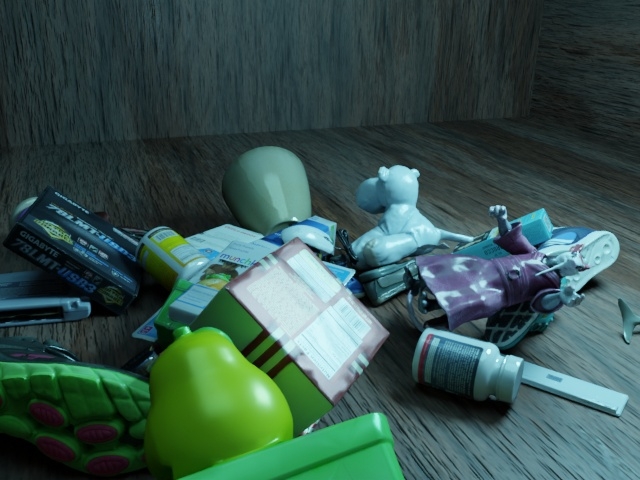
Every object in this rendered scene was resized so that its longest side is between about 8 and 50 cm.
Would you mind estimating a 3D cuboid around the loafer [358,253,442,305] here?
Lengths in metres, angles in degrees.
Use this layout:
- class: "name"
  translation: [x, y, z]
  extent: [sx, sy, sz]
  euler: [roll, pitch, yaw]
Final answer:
- class: "loafer"
  translation: [0.205, 0.094, 1.600]
  extent: [0.267, 0.084, 0.096]
  euler: [-12, -7, -38]

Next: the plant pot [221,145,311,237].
- class: "plant pot"
  translation: [-0.127, -0.084, 1.838]
  extent: [0.256, 0.256, 0.274]
  euler: [-6, 39, -17]

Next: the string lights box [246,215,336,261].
- class: "string lights box"
  translation: [-0.070, 0.041, 1.614]
  extent: [0.076, 0.133, 0.259]
  euler: [20, 29, 32]

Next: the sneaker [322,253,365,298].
- class: "sneaker"
  translation: [0.052, 0.080, 1.587]
  extent: [0.058, 0.085, 0.152]
  euler: [-13, 26, -32]

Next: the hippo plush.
- class: "hippo plush"
  translation: [0.173, -0.064, 1.641]
  extent: [0.234, 0.237, 0.294]
  euler: [-12, -4, -44]

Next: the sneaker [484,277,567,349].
- class: "sneaker"
  translation: [0.457, 0.152, 1.400]
  extent: [0.275, 0.110, 0.107]
  euler: [-37, 22, -32]

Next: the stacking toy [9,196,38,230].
- class: "stacking toy"
  translation: [-0.687, 0.004, 1.713]
  extent: [0.141, 0.141, 0.330]
  euler: [-17, 35, -39]

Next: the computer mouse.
- class: "computer mouse"
  translation: [0.000, 0.000, 1.551]
  extent: [0.193, 0.042, 0.106]
  euler: [10, 44, -28]

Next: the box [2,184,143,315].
- class: "box"
  translation: [-0.555, 0.014, 1.534]
  extent: [0.295, 0.073, 0.293]
  euler: [36, 13, -19]

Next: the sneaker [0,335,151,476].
- class: "sneaker"
  translation: [-0.427, 0.232, 1.050]
  extent: [0.482, 0.185, 0.202]
  euler: [9, 21, 11]

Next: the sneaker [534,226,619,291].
- class: "sneaker"
  translation: [0.565, 0.056, 1.669]
  extent: [0.322, 0.130, 0.236]
  euler: [-22, 11, -21]

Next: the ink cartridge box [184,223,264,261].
- class: "ink cartridge box"
  translation: [-0.262, 0.036, 1.684]
  extent: [0.148, 0.086, 0.203]
  euler: [17, 26, 35]

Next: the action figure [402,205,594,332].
- class: "action figure"
  translation: [0.369, 0.097, 1.315]
  extent: [0.370, 0.276, 0.248]
  euler: [-11, 54, -3]

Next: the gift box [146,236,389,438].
- class: "gift box"
  translation: [-0.068, 0.181, 1.016]
  extent: [0.255, 0.258, 0.276]
  euler: [49, 31, 8]

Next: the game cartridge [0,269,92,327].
- class: "game cartridge"
  translation: [-0.665, 0.127, 1.479]
  extent: [0.294, 0.060, 0.196]
  euler: [-3, 25, -12]

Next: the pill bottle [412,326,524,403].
- class: "pill bottle"
  translation: [0.267, 0.230, 1.186]
  extent: [0.180, 0.108, 0.108]
  euler: [13, 24, 27]

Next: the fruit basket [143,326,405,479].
- class: "fruit basket"
  translation: [-0.101, 0.296, 0.749]
  extent: [0.392, 0.283, 0.392]
  euler: [7, 34, -5]

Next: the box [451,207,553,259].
- class: "box"
  translation: [0.465, 0.001, 1.678]
  extent: [0.244, 0.060, 0.100]
  euler: [-25, 6, 28]

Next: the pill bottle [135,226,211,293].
- class: "pill bottle"
  translation: [-0.326, 0.065, 1.527]
  extent: [0.215, 0.117, 0.117]
  euler: [35, 37, 29]

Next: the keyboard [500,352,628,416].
- class: "keyboard"
  translation: [0.438, 0.266, 1.236]
  extent: [0.256, 0.014, 0.072]
  euler: [16, 21, 33]

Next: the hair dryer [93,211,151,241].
- class: "hair dryer"
  translation: [-0.585, -0.015, 1.857]
  extent: [0.223, 0.080, 0.293]
  euler: [3, 20, -44]

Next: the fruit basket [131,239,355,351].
- class: "fruit basket"
  translation: [-0.152, 0.114, 1.320]
  extent: [0.327, 0.165, 0.353]
  euler: [14, 45, 28]

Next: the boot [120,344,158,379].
- class: "boot"
  translation: [-0.299, 0.253, 1.169]
  extent: [0.082, 0.106, 0.219]
  euler: [-38, 7, -16]

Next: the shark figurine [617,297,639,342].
- class: "shark figurine"
  translation: [0.778, 0.165, 1.376]
  extent: [0.278, 0.116, 0.166]
  euler: [16, 24, 29]
